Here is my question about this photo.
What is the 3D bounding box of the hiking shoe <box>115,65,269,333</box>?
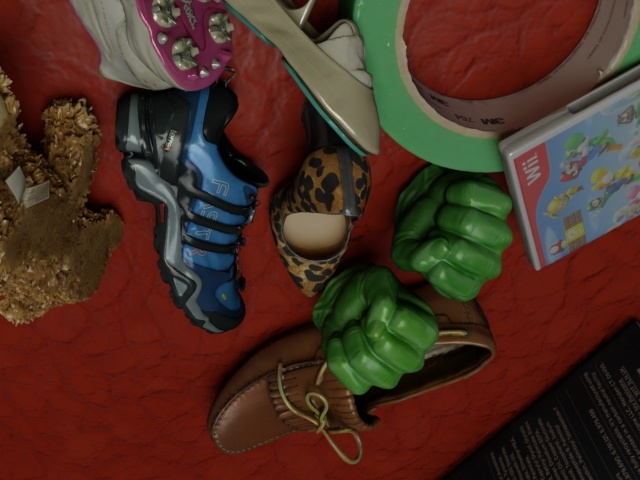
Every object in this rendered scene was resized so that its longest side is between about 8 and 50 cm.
[{"bbox_3d":[-0.112,-0.022,0.842,0.132,0.113,0.304,-14,127,1],"label":"hiking shoe"}]

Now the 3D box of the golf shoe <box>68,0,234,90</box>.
[{"bbox_3d":[-0.183,-0.263,0.653,0.140,0.115,0.306,0,115,41],"label":"golf shoe"}]

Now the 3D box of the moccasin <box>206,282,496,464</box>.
[{"bbox_3d":[0.035,0.182,0.998,0.380,0.147,0.139,-19,127,4],"label":"moccasin"}]

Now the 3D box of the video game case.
[{"bbox_3d":[0.333,-0.098,0.841,0.285,0.025,0.204,-29,138,1],"label":"video game case"}]

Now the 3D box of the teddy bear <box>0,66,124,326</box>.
[{"bbox_3d":[-0.305,-0.035,0.739,0.113,0.338,0.245,20,90,13],"label":"teddy bear"}]

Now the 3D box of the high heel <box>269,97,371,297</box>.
[{"bbox_3d":[0.000,0.000,0.833,0.093,0.186,0.261,-2,126,-9],"label":"high heel"}]

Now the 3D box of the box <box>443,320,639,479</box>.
[{"bbox_3d":[0.488,0.446,1.182,0.480,0.297,0.472,30,115,-28],"label":"box"}]

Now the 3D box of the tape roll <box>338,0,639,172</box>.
[{"bbox_3d":[0.181,-0.221,0.773,0.321,0.077,0.321,-5,127,-7],"label":"tape roll"}]

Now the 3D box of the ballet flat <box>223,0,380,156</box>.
[{"bbox_3d":[-0.014,-0.186,0.705,0.086,0.086,0.248,-43,92,20],"label":"ballet flat"}]

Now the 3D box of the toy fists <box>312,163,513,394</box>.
[{"bbox_3d":[0.098,0.041,0.874,0.096,0.142,0.279,32,101,-37],"label":"toy fists"}]
